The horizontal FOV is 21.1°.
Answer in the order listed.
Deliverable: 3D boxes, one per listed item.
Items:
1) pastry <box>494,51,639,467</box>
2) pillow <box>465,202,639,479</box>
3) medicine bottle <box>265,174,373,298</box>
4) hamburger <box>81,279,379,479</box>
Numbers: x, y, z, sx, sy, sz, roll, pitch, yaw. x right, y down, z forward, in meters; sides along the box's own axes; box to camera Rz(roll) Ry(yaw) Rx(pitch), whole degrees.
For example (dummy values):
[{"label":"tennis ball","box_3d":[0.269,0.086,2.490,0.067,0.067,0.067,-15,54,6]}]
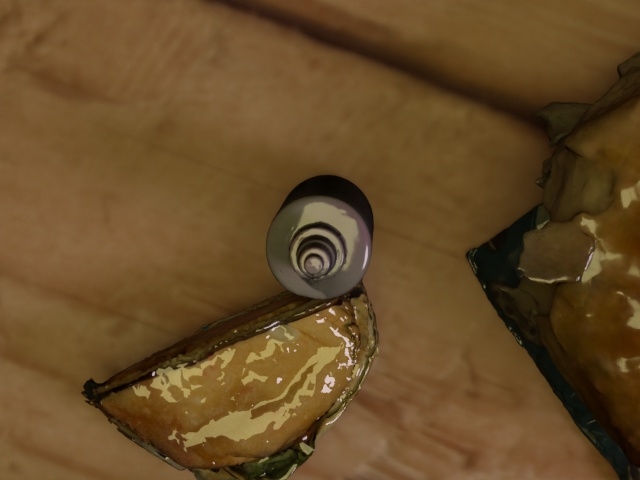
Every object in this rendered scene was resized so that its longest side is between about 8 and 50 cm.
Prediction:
[{"label":"pastry","box_3d":[0.272,0.011,0.916,0.329,0.136,0.330,0,95,2]},{"label":"pillow","box_3d":[0.238,0.014,1.005,0.255,0.034,0.189,-34,92,7]},{"label":"medicine bottle","box_3d":[0.000,0.000,0.926,0.057,0.199,0.058,0,98,2]},{"label":"hamburger","box_3d":[-0.041,0.092,1.001,0.176,0.087,0.102,-24,106,-2]}]
